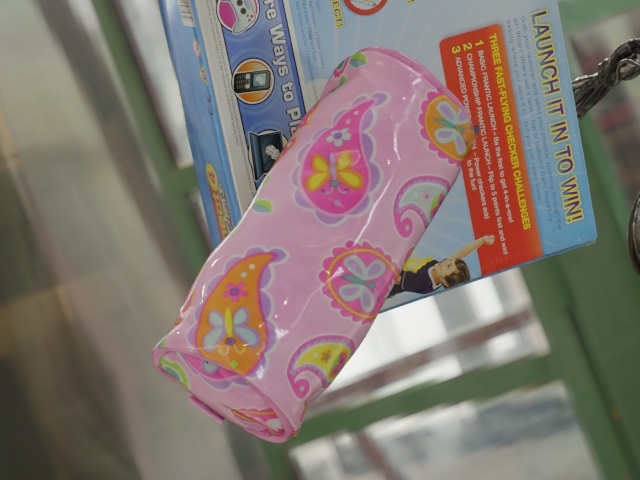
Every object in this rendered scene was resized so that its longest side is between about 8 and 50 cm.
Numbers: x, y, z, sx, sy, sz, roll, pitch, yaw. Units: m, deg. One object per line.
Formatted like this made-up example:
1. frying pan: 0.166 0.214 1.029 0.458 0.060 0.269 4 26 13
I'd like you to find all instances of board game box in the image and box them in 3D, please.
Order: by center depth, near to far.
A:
1. board game box: 0.048 -0.107 1.560 0.302 0.308 0.086 -17 16 -22

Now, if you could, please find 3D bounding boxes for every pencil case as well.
1. pencil case: 0.000 0.000 1.384 0.284 0.124 0.124 -59 17 -22

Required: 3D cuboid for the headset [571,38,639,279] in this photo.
1. headset: 0.384 -0.017 1.952 0.243 0.394 0.185 -19 -11 -45
